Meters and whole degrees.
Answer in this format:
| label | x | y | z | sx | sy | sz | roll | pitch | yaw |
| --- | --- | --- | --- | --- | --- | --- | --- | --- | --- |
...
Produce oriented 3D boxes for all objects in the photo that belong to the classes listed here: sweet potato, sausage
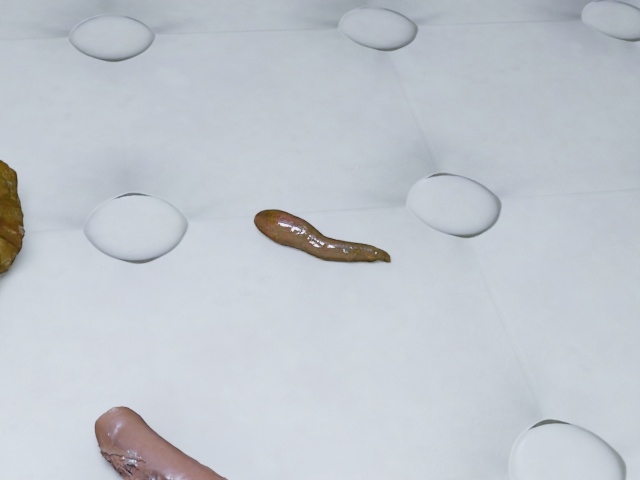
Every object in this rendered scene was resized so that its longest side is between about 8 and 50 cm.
| label | x | y | z | sx | sy | sz | roll | pitch | yaw |
| --- | --- | --- | --- | --- | --- | --- | --- | --- | --- |
| sweet potato | 0.000 | 0.000 | 1.612 | 0.214 | 0.050 | 0.050 | 19 | 45 | 6 |
| sausage | -0.152 | 0.292 | 1.267 | 0.304 | 0.078 | 0.078 | 32 | 49 | 24 |

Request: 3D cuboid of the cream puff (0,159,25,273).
| label | x | y | z | sx | sy | sz | roll | pitch | yaw |
| --- | --- | --- | --- | --- | --- | --- | --- | --- | --- |
| cream puff | -0.517 | -0.024 | 1.494 | 0.241 | 0.155 | 0.269 | 0 | 51 | 0 |
